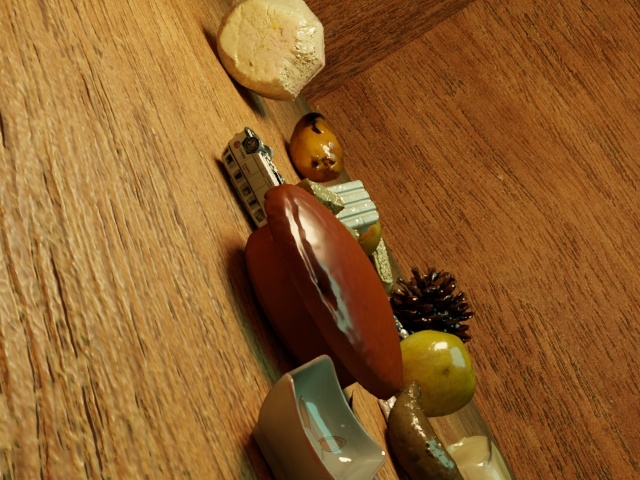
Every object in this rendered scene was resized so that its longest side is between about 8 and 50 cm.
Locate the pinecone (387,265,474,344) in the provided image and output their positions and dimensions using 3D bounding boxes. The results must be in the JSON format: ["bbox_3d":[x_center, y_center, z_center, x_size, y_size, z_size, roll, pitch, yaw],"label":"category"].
[{"bbox_3d":[0.361,0.222,2.258,0.295,0.242,0.298,60,13,-9],"label":"pinecone"}]

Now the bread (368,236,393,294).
[{"bbox_3d":[0.121,0.027,1.933,0.207,0.056,0.286,134,-57,-65],"label":"bread"}]

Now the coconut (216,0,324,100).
[{"bbox_3d":[-0.125,-0.549,1.967,0.297,0.298,0.309,59,14,-1],"label":"coconut"}]

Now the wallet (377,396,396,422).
[{"bbox_3d":[0.169,0.367,1.383,0.190,0.033,0.095,49,12,-53],"label":"wallet"}]

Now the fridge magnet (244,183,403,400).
[{"bbox_3d":[0.011,0.080,1.050,0.363,0.155,0.363,57,9,-15],"label":"fridge magnet"}]

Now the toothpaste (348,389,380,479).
[{"bbox_3d":[0.053,0.299,0.928,0.075,0.048,0.301,53,7,-11],"label":"toothpaste"}]

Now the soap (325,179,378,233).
[{"bbox_3d":[0.033,-0.063,1.596,0.198,0.066,0.119,-16,72,-40],"label":"soap"}]

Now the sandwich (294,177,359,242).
[{"bbox_3d":[0.000,0.000,1.375,0.122,0.128,0.235,31,28,-56],"label":"sandwich"}]

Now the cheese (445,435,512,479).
[{"bbox_3d":[0.372,0.568,1.549,0.233,0.127,0.266,62,11,0],"label":"cheese"}]

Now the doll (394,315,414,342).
[{"bbox_3d":[0.231,0.272,1.935,0.195,0.070,0.096,56,-8,5],"label":"doll"}]

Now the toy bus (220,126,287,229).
[{"bbox_3d":[-0.107,-0.103,1.225,0.193,0.089,0.087,61,10,12],"label":"toy bus"}]

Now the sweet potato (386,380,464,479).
[{"bbox_3d":[0.183,0.379,1.212,0.124,0.098,0.310,46,19,-53],"label":"sweet potato"}]

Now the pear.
[{"bbox_3d":[0.237,0.294,1.528,0.200,0.200,0.200,57,9,-14],"label":"pear"}]

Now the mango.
[{"bbox_3d":[-0.013,-0.275,2.128,0.201,0.153,0.287,52,10,-21],"label":"mango"}]

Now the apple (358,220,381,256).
[{"bbox_3d":[0.069,-0.026,1.769,0.182,0.155,0.182,50,26,-37],"label":"apple"}]

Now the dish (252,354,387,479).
[{"bbox_3d":[-0.005,0.217,0.762,0.151,0.077,0.212,59,9,9],"label":"dish"}]
